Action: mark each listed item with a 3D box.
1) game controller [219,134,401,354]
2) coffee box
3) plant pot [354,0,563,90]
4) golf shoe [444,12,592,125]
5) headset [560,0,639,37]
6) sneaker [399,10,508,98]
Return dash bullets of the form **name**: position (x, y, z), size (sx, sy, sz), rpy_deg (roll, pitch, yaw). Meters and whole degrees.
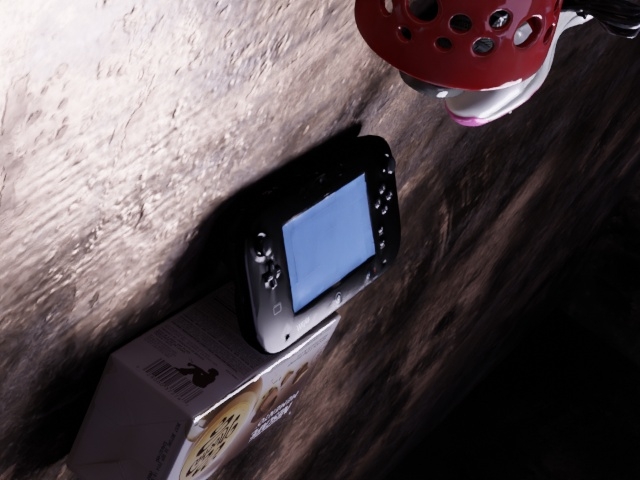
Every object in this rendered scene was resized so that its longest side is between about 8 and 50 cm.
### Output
- **game controller**: position (0.000, 0.000, 1.754), size (0.319, 0.067, 0.166), rpy_deg (-34, 114, -51)
- **coffee box**: position (-0.123, 0.159, 1.742), size (0.297, 0.119, 0.168), rpy_deg (-32, 153, -54)
- **plant pot**: position (0.137, -0.258, 1.455), size (0.191, 0.191, 0.174), rpy_deg (-41, 156, -39)
- **golf shoe**: position (0.247, -0.280, 1.948), size (0.306, 0.115, 0.140), rpy_deg (-50, 142, -2)
- **headset**: position (0.283, -0.396, 1.586), size (0.243, 0.185, 0.394), rpy_deg (-39, 148, -42)
- **sneaker**: position (0.164, -0.245, 1.771), size (0.227, 0.087, 0.130), rpy_deg (-41, 159, -48)
